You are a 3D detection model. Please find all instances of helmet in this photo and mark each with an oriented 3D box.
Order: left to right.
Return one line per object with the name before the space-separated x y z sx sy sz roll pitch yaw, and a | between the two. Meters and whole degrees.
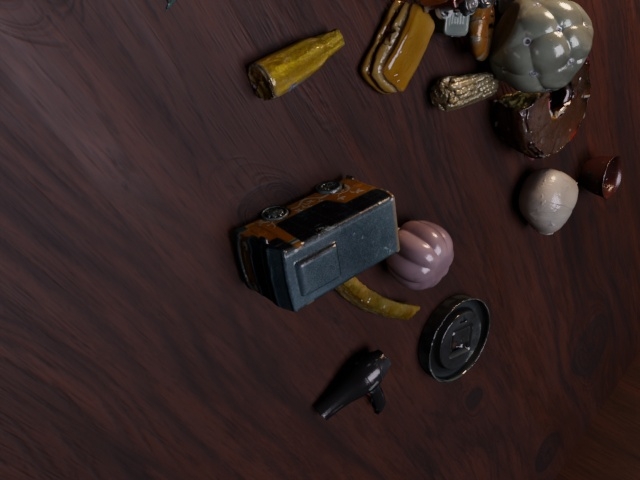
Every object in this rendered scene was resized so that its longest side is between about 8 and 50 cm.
helmet | 0.955 -0.224 2.039 0.175 0.106 0.155 0 106 -44

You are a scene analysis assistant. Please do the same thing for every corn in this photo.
corn | 0.360 -0.379 1.497 0.210 0.087 0.087 -23 121 -40

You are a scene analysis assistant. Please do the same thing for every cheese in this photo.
cheese | 0.699 -0.126 1.831 0.188 0.154 0.198 22 92 -38

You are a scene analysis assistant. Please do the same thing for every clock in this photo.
clock | 0.409 0.297 1.816 0.280 0.055 0.281 -16 116 -35

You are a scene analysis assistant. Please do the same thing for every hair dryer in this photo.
hair dryer | 0.119 0.436 1.614 0.235 0.091 0.272 -40 133 -10

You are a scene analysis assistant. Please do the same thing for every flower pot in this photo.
flower pot | 0.539 -0.489 1.479 0.195 0.246 0.246 18 96 -10

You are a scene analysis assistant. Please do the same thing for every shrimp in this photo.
shrimp | 0.406 -0.580 1.453 0.152 0.062 0.288 11 89 -58

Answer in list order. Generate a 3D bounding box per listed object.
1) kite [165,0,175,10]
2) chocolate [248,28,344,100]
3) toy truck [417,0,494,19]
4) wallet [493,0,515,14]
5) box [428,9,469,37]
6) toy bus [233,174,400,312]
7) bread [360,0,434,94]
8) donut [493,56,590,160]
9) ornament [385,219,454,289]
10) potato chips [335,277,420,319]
kite | -0.230 -0.585 0.954 0.368 0.014 0.407 -16 116 -36
chocolate | -0.038 -0.356 1.167 0.219 0.085 0.086 -38 128 -25
toy truck | 0.328 -0.570 1.281 0.270 0.114 0.135 -31 116 -24
wallet | 0.561 -0.686 1.565 0.317 0.045 0.173 -18 116 -33
box | 0.298 -0.537 1.384 0.084 0.069 0.123 -12 114 -35
toy bus | 0.000 0.000 1.258 0.323 0.194 0.162 -28 124 -30
bread | 0.175 -0.426 1.325 0.116 0.077 0.201 26 90 -51
donut | 0.640 -0.380 1.695 0.345 0.136 0.259 -47 133 -15
ornament | 0.246 0.033 1.516 0.177 0.177 0.178 -16 117 -35
potato chips | 0.119 0.136 1.505 0.407 0.057 0.080 32 79 -44
